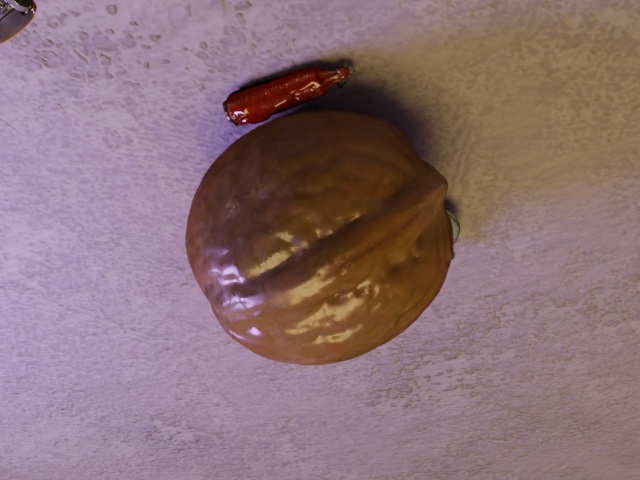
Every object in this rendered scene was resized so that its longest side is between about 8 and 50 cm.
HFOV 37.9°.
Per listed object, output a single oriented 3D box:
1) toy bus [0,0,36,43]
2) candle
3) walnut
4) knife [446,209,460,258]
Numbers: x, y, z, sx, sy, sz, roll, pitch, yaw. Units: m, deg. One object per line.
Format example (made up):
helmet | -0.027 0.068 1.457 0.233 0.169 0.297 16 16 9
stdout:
toy bus | -0.367 -0.277 0.947 0.069 0.074 0.162 -30 131 26
candle | -0.034 -0.171 1.094 0.162 0.053 0.048 -15 146 19
walnut | 0.001 -0.006 1.125 0.332 0.333 0.333 1 144 1
knife | 0.000 -0.001 1.333 0.398 0.038 0.132 -4 141 11
